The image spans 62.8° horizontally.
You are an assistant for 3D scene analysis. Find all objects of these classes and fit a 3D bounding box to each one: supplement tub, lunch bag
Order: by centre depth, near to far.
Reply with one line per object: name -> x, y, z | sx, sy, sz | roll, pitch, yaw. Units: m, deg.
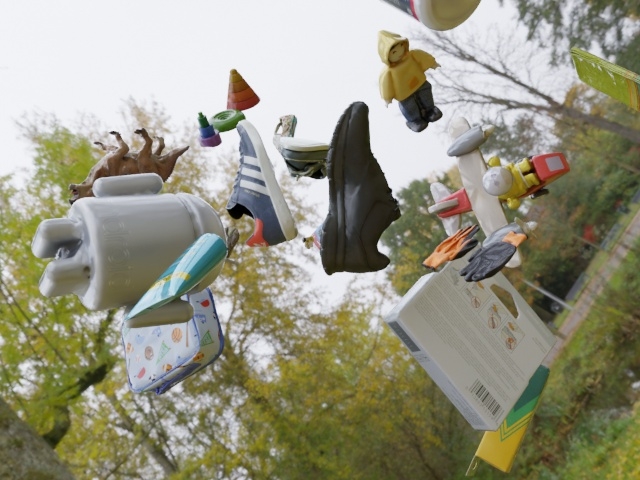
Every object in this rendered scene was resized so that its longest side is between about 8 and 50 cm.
supplement tub -> 0.226, -0.610, 1.188 | 0.191, 0.272, 0.191 | -21, -42, -20
lunch bag -> -0.397, 0.265, 1.385 | 0.303, 0.243, 0.115 | -35, -28, 24

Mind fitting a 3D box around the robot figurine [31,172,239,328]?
robot figurine -> -0.324, 0.016, 0.966 | 0.354, 0.299, 0.200 | -8, -12, -38

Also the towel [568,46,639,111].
towel -> 0.599, -0.314, 1.062 | 0.021, 0.237, 0.102 | -38, -46, 7

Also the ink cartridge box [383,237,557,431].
ink cartridge box -> 0.286, 0.169, 0.982 | 0.239, 0.275, 0.060 | -41, 3, -28

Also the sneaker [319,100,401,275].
sneaker -> 0.070, -0.081, 0.860 | 0.109, 0.130, 0.285 | -61, -26, -81

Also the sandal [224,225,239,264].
sandal -> -0.279, 0.041, 1.419 | 0.180, 0.072, 0.049 | -52, -14, -5

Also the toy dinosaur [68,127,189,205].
toy dinosaur -> -0.477, -0.171, 1.336 | 0.296, 0.200, 0.127 | -8, 0, -12

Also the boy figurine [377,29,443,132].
boy figurine -> 0.231, -0.425, 1.360 | 0.177, 0.092, 0.285 | -32, -48, 3

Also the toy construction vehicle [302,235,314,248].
toy construction vehicle -> 0.000, 0.000, 1.346 | 0.086, 0.035, 0.098 | -12, -13, -13

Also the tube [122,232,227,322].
tube -> -0.188, 0.049, 0.720 | 0.080, 0.052, 0.207 | -32, 11, 20

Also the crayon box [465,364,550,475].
crayon box -> 0.488, 0.474, 1.348 | 0.322, 0.083, 0.203 | -60, -29, -11

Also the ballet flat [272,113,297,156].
ballet flat -> -0.134, -0.374, 1.901 | 0.240, 0.077, 0.091 | -83, -4, -46

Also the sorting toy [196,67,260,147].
sorting toy -> -0.299, -0.426, 1.628 | 0.365, 0.127, 0.126 | -69, -28, -48

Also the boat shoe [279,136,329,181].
boat shoe -> -0.025, -0.182, 1.210 | 0.319, 0.117, 0.098 | -43, -35, -78

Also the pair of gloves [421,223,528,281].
pair of gloves -> 0.146, 0.011, 0.502 | 0.074, 0.083, 0.010 | -39, -62, -18

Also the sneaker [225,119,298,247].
sneaker -> -0.181, -0.141, 1.317 | 0.148, 0.349, 0.131 | -21, -21, 0

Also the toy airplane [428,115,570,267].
toy airplane -> 0.514, -0.159, 1.617 | 0.384, 0.387, 0.272 | -64, -16, 2

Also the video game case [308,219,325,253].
video game case -> 0.096, -0.058, 1.734 | 0.285, 0.204, 0.025 | -47, -52, 7
